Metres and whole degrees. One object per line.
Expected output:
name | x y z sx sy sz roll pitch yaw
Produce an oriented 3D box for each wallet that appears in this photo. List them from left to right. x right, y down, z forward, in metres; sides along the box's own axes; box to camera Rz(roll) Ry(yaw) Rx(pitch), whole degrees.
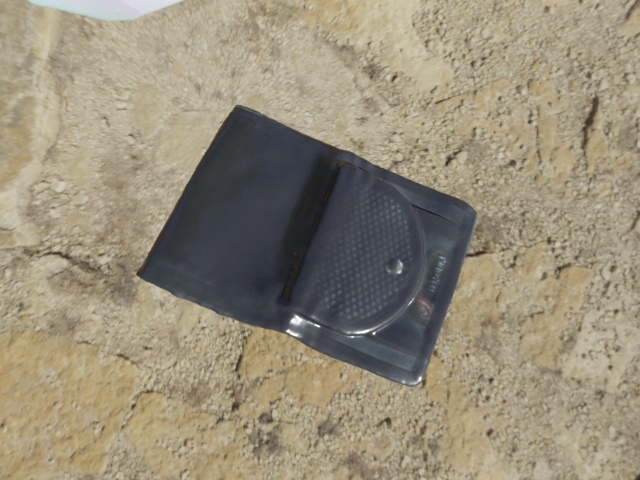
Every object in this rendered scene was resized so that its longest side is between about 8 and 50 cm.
wallet | 0.000 0.000 0.623 0.323 0.041 0.247 23 65 1

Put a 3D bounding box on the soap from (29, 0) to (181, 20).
soap | -0.141 -0.294 0.440 0.324 0.109 0.193 -48 120 -45
